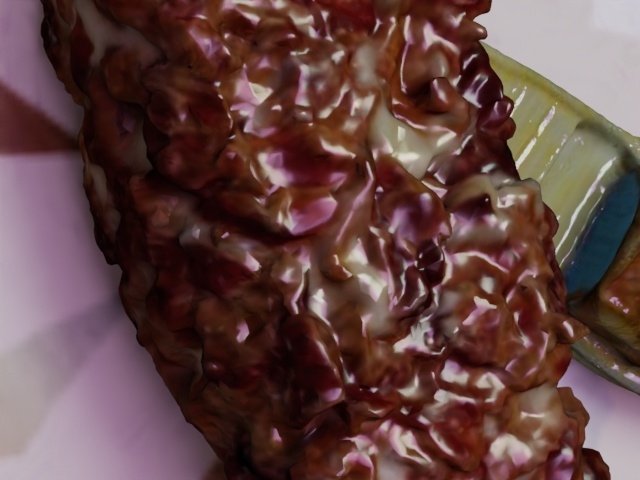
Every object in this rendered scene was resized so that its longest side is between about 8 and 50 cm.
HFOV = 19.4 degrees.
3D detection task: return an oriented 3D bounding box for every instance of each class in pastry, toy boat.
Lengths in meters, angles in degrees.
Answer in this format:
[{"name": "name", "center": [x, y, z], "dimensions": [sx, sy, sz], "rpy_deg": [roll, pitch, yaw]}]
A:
[{"name": "pastry", "center": [-0.001, 0.000, 0.492], "dimensions": [0.097, 0.115, 0.208], "rpy_deg": [-23, 101, -32]}, {"name": "toy boat", "center": [0.090, 0.002, 0.565], "dimensions": [0.172, 0.066, 0.065], "rpy_deg": [38, 76, -20]}]
